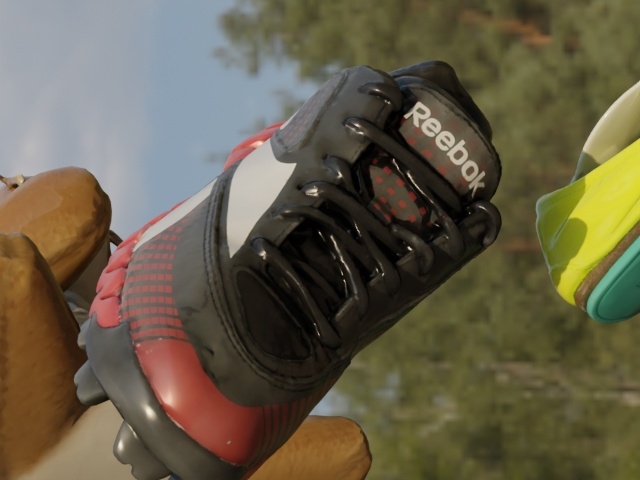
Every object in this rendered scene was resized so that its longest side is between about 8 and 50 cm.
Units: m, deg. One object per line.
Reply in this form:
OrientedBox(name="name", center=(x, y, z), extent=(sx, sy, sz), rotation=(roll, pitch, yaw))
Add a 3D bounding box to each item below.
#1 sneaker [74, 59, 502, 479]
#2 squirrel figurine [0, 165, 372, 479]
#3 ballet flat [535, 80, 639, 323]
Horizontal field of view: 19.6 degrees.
OrientedBox(name="sneaker", center=(0.000, 0.000, 0.734), extent=(0.098, 0.135, 0.276), rotation=(52, -151, -7))
OrientedBox(name="squirrel figurine", center=(-0.216, 0.136, 1.152), extent=(0.397, 0.281, 0.370), rotation=(-62, 33, 8))
OrientedBox(name="ballet flat", center=(0.177, -0.058, 0.792), extent=(0.077, 0.231, 0.077), rotation=(15, -139, -44))
